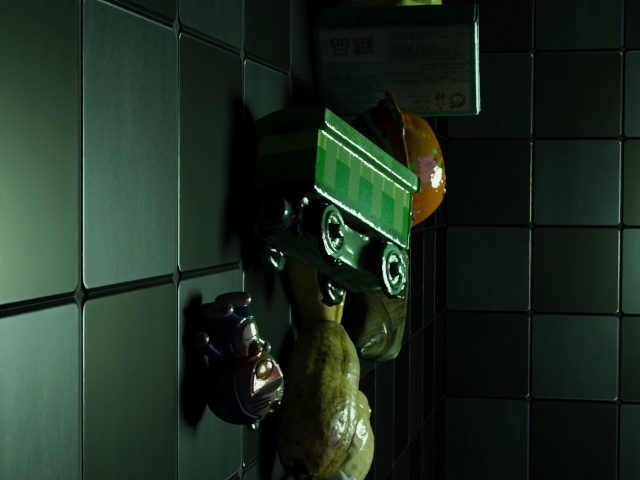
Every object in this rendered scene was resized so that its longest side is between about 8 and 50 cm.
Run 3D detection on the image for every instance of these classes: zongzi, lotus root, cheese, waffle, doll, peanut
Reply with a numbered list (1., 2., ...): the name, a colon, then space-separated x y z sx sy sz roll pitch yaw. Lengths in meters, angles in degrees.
1. zongzi: 0.079 0.087 2.094 0.242 0.112 0.221 26 66 -76
2. lotus root: -0.003 0.209 1.725 0.097 0.110 0.258 -44 -152 40
3. cheese: 0.105 -0.070 1.894 0.217 0.129 0.329 -108 -167 -45
4. waffle: 0.000 0.000 1.839 0.248 0.055 0.221 76 19 -52
5. doll: -0.088 0.134 1.368 0.114 0.085 0.152 -25 107 -51
6. peanut: 0.025 0.290 1.841 0.140 0.109 0.159 172 -68 -74

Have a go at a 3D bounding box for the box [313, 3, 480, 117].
1. box: 0.118 -0.270 1.928 0.092 0.245 0.153 -74 162 -62

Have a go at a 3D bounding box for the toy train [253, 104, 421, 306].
1. toy train: 0.017 -0.036 1.623 0.301 0.120 0.202 29 60 -55

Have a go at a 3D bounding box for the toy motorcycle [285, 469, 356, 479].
1. toy motorcycle: 0.014 0.383 1.733 0.110 0.171 0.260 -37 166 -23

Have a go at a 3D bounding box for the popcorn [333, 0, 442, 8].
1. popcorn: 0.104 -0.348 2.043 0.185 0.167 0.187 -42 117 -33
